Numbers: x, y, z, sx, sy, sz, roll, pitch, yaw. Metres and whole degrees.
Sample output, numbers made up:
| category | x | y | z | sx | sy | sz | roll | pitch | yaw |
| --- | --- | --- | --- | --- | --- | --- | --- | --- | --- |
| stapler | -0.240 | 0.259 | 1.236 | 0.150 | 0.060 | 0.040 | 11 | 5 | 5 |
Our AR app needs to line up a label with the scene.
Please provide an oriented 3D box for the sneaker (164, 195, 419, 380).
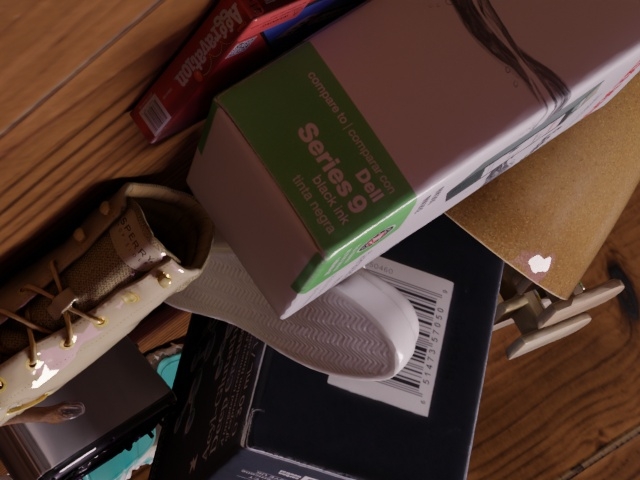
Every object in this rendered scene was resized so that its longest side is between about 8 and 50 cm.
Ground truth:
| category | x | y | z | sx | sy | sz | roll | pitch | yaw |
| --- | --- | --- | --- | --- | --- | --- | --- | --- | --- |
| sneaker | 0.000 | 0.000 | 1.291 | 0.169 | 0.108 | 0.292 | -36 | -143 | -30 |

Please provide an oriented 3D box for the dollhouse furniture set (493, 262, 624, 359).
| category | x | y | z | sx | sy | sz | roll | pitch | yaw |
| --- | --- | --- | --- | --- | --- | --- | --- | --- | --- |
| dollhouse furniture set | 0.206 | -0.001 | 1.724 | 0.161 | 0.212 | 0.242 | -20 | 162 | -26 |

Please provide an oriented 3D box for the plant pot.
| category | x | y | z | sx | sy | sz | roll | pitch | yaw |
| --- | --- | --- | --- | --- | --- | --- | --- | --- | --- |
| plant pot | 0.188 | -0.122 | 1.367 | 0.254 | 0.237 | 0.237 | -50 | 171 | 9 |

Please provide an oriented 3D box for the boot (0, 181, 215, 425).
| category | x | y | z | sx | sy | sz | roll | pitch | yaw |
| --- | --- | --- | --- | --- | --- | --- | --- | --- | --- |
| boot | -0.191 | 0.053 | 1.167 | 0.203 | 0.095 | 0.262 | -37 | 175 | 24 |

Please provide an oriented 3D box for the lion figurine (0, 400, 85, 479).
| category | x | y | z | sx | sy | sz | roll | pitch | yaw |
| --- | --- | --- | --- | --- | --- | --- | --- | --- | --- |
| lion figurine | -0.385 | 0.248 | 1.413 | 0.240 | 0.142 | 0.392 | -17 | -168 | 39 |

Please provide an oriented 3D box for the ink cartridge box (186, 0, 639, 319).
| category | x | y | z | sx | sy | sz | roll | pitch | yaw |
| --- | --- | --- | --- | --- | --- | --- | --- | --- | --- |
| ink cartridge box | 0.071 | -0.090 | 1.088 | 0.289 | 0.121 | 0.211 | -34 | 174 | -13 |

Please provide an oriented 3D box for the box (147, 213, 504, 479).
| category | x | y | z | sx | sy | sz | roll | pitch | yaw |
| --- | --- | --- | --- | --- | --- | --- | --- | --- | --- |
| box | -0.008 | 0.147 | 1.671 | 0.395 | 0.212 | 0.293 | 131 | -25 | -60 |

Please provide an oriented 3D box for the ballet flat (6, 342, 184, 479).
| category | x | y | z | sx | sy | sz | roll | pitch | yaw |
| --- | --- | --- | --- | --- | --- | --- | --- | --- | --- |
| ballet flat | -0.240 | 0.212 | 2.068 | 0.147 | 0.147 | 0.409 | -38 | 170 | 25 |

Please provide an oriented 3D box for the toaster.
| category | x | y | z | sx | sy | sz | roll | pitch | yaw |
| --- | --- | --- | --- | --- | --- | --- | --- | --- | --- |
| toaster | -0.254 | 0.186 | 1.739 | 0.185 | 0.110 | 0.168 | -33 | 173 | -22 |

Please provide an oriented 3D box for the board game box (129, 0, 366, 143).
| category | x | y | z | sx | sy | sz | roll | pitch | yaw |
| --- | --- | --- | --- | --- | --- | --- | --- | --- | --- |
| board game box | 0.019 | -0.151 | 1.060 | 0.281 | 0.027 | 0.145 | -30 | 173 | -39 |
